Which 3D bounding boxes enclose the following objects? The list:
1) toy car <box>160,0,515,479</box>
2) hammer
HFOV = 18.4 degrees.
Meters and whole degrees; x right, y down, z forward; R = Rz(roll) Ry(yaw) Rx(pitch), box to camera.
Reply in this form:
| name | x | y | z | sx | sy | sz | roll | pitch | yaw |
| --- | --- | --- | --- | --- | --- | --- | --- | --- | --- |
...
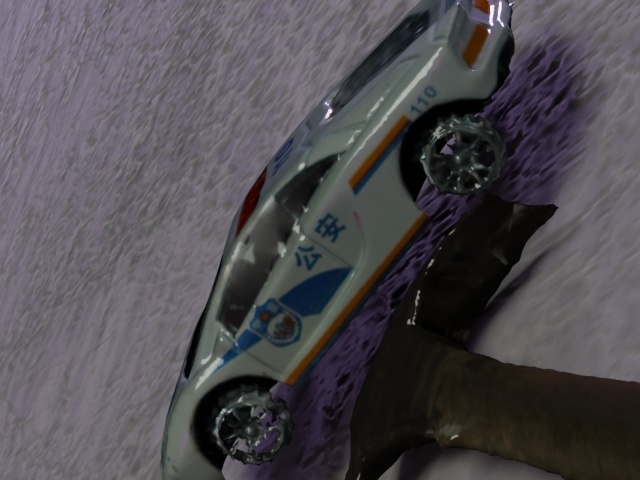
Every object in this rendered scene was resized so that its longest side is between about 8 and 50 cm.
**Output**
| name | x | y | z | sx | sy | sz | roll | pitch | yaw |
| --- | --- | --- | --- | --- | --- | --- | --- | --- | --- |
| toy car | 0.000 | 0.000 | 0.663 | 0.205 | 0.056 | 0.095 | -52 | 11 | 19 |
| hammer | 0.078 | 0.049 | 0.485 | 0.125 | 0.027 | 0.297 | -68 | 21 | -6 |
